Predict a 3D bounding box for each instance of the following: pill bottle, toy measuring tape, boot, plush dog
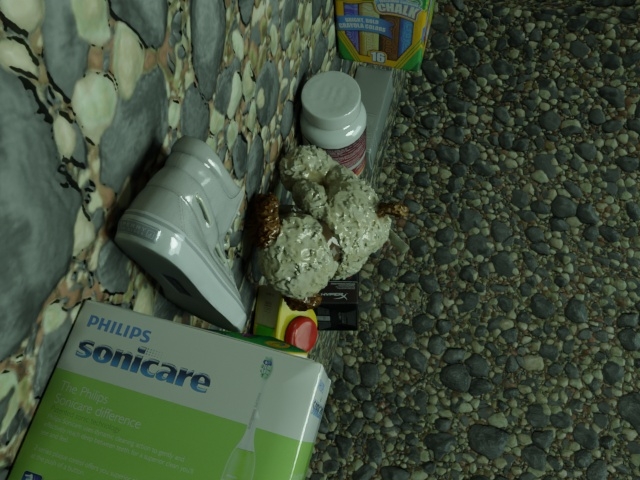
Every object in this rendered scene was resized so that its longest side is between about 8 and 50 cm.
[{"bbox_3d":[0.025,-0.202,1.022,0.221,0.121,0.121,81,24,-67],"label":"pill bottle"},{"bbox_3d":[-0.054,0.103,1.016,0.121,0.122,0.329,8,90,-81],"label":"toy measuring tape"},{"bbox_3d":[-0.112,0.005,0.577,0.258,0.095,0.123,81,31,-64],"label":"boot"},{"bbox_3d":[0.000,0.000,0.885,0.225,0.211,0.262,-38,119,-25],"label":"plush dog"}]

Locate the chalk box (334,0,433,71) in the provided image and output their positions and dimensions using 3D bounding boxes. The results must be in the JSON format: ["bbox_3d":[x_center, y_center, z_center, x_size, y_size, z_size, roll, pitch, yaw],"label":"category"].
[{"bbox_3d":[0.133,-0.498,1.062,0.289,0.179,0.180,79,25,-69],"label":"chalk box"}]

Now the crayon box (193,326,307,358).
[{"bbox_3d":[-0.128,0.250,0.653,0.165,0.081,0.278,19,84,-47],"label":"crayon box"}]

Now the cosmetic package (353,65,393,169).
[{"bbox_3d":[0.118,-0.325,1.465,0.127,0.107,0.237,59,48,-73],"label":"cosmetic package"}]

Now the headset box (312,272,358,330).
[{"bbox_3d":[0.037,0.047,1.323,0.218,0.110,0.293,83,8,-64],"label":"headset box"}]

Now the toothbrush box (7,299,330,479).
[{"bbox_3d":[-0.129,0.216,0.444,0.122,0.207,0.283,76,29,-70],"label":"toothbrush box"}]
